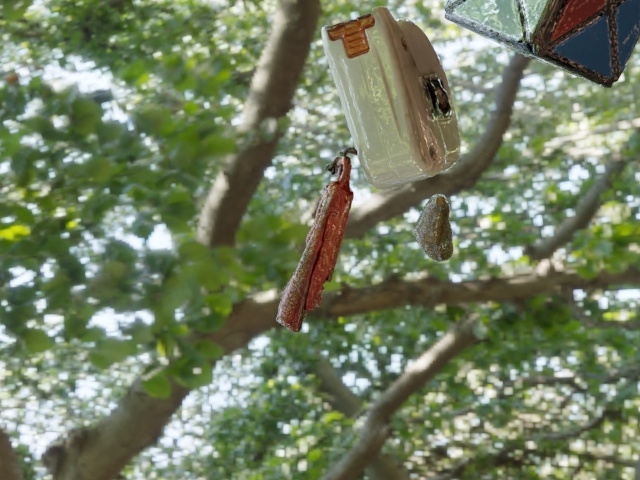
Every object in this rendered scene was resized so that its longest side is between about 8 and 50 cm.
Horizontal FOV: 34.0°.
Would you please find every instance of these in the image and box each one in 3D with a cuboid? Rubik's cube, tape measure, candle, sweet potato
[{"bbox_3d":[0.403,-0.432,1.794,0.248,0.250,0.246,14,-75,-40],"label":"Rubik's cube"},{"bbox_3d":[0.121,-0.218,1.606,0.265,0.130,0.258,-23,-85,-63],"label":"tape measure"},{"bbox_3d":[0.000,0.000,1.577,0.084,0.059,0.301,-21,-49,-62],"label":"candle"},{"bbox_3d":[0.209,-0.029,1.950,0.243,0.077,0.077,66,-147,-64],"label":"sweet potato"}]
